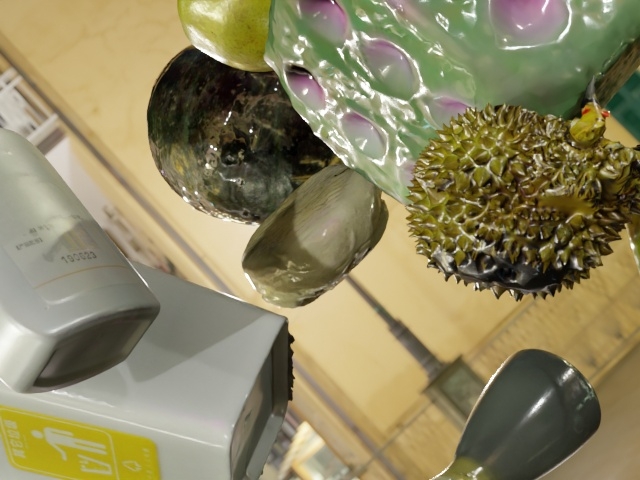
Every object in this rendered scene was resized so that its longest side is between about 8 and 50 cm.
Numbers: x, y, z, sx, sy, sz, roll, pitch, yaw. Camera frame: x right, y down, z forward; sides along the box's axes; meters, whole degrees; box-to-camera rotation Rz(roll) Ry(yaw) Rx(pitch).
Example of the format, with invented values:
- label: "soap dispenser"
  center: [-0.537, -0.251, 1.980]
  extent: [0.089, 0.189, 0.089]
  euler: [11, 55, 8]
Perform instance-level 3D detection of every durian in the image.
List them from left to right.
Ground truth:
- label: "durian"
  center: [0.165, -0.025, 0.889]
  extent: [0.237, 0.193, 0.137]
  euler: [113, 175, -73]

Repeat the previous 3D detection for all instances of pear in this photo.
- label: "pear"
  center: [-0.074, -0.294, 1.356]
  extent: [0.198, 0.198, 0.198]
  euler: [-42, -8, -7]

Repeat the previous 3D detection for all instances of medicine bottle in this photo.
- label: "medicine bottle"
  center: [-0.284, -0.009, 1.000]
  extent: [0.111, 0.296, 0.161]
  euler: [-51, -19, 29]

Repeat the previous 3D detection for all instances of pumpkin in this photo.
- label: "pumpkin"
  center: [-0.074, -0.195, 1.924]
  extent: [0.454, 0.344, 0.454]
  euler: [-6, 17, 2]

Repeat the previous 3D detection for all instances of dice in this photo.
- label: "dice"
  center: [0.154, -0.229, 1.163]
  extent: [0.330, 0.322, 0.318]
  euler: [-47, -9, -19]

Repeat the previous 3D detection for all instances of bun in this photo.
- label: "bun"
  center: [0.000, 0.000, 1.452]
  extent: [0.210, 0.116, 0.237]
  euler: [-44, 14, -2]

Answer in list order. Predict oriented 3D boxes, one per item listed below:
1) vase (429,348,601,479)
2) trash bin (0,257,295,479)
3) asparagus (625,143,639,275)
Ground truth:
- label: "vase"
  center: [0.257, 0.311, 1.656]
  extent: [0.321, 0.173, 0.173]
  euler: [-36, -10, -35]
- label: "trash bin"
  center: [-0.221, 0.131, 1.203]
  extent: [0.296, 0.368, 0.256]
  euler: [-65, -17, -44]
- label: "asparagus"
  center: [0.485, 0.046, 1.505]
  extent: [0.128, 0.382, 0.108]
  euler: [-15, -15, 9]
